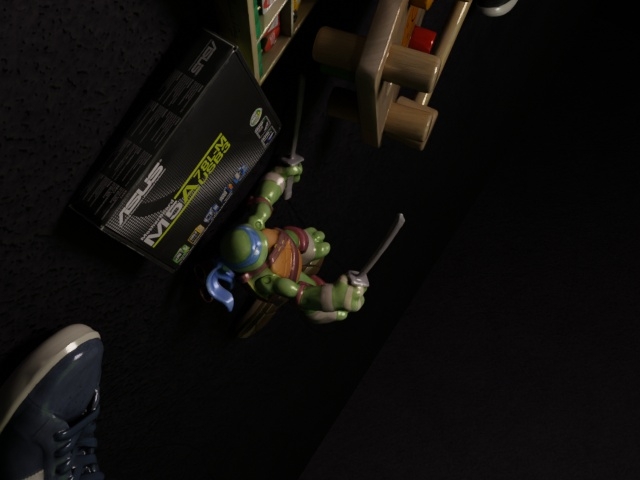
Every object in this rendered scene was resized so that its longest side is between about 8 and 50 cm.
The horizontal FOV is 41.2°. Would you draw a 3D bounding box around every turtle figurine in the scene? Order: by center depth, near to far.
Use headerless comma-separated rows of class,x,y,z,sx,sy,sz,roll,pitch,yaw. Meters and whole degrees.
turtle figurine,0.000,0.000,1.035,0.274,0.198,0.266,-56,163,-5

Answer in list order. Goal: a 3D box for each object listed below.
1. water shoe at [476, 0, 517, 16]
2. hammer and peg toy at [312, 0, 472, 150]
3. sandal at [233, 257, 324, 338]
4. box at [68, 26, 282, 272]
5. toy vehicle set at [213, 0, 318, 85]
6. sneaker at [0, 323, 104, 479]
water shoe,0.332,-0.489,1.542,0.203,0.073,0.080,-58,143,-28
hammer and peg toy,0.095,-0.247,0.976,0.361,0.127,0.265,56,52,-81
sandal,-0.067,0.066,1.238,0.180,0.049,0.072,-45,157,-6
box,-0.121,-0.072,0.779,0.190,0.045,0.184,-54,166,-7
toy vehicle set,-0.030,-0.250,0.714,0.166,0.035,0.267,-58,175,-12
sneaker,-0.237,0.245,0.788,0.131,0.148,0.350,-31,146,-62
